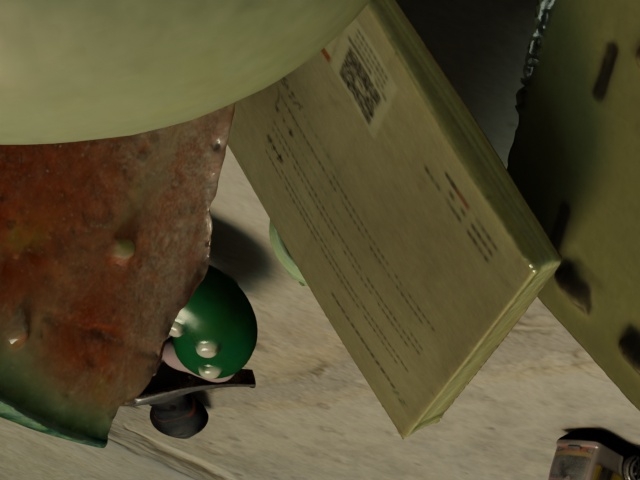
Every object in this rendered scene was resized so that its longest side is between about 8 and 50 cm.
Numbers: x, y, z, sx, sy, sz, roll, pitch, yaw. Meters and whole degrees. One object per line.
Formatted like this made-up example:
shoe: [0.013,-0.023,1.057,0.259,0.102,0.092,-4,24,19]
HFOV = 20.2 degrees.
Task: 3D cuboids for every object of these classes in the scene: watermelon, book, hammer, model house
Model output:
watermelon: [-0.167,-0.037,0.782,0.292,0.222,0.319,17,144,-38]
book: [0.019,-0.029,0.854,0.215,0.025,0.283,59,164,11]
hammer: [-0.118,0.132,1.494,0.137,0.037,0.290,-15,168,-2]
model house: [0.246,-0.036,0.721,0.278,0.218,0.205,-7,127,-27]

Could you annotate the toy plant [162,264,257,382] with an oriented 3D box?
toy plant: [-0.163,0.028,1.204,0.232,0.112,0.243,6,151,24]

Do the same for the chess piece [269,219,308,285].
chess piece: [0.000,0.000,1.079,0.067,0.067,0.103,18,169,-2]

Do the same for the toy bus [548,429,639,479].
toy bus: [0.250,0.209,1.398,0.172,0.072,0.057,30,160,-29]

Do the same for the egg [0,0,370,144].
egg: [-0.127,-0.162,0.476,0.352,0.258,0.258,26,158,-13]
